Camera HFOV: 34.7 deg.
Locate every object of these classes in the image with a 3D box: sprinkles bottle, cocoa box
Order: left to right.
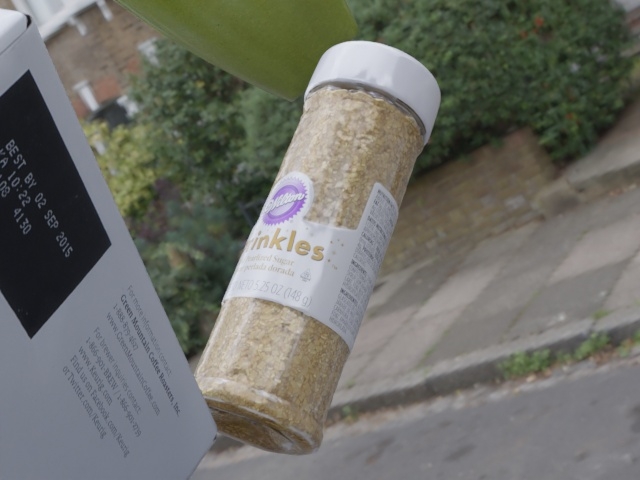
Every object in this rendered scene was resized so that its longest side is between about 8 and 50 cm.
[{"bbox_3d":[-0.247,0.062,0.575,0.228,0.347,0.231,15,51,27],"label":"cocoa box"},{"bbox_3d":[0.000,0.000,0.883,0.121,0.121,0.355,-20,44,56],"label":"sprinkles bottle"}]

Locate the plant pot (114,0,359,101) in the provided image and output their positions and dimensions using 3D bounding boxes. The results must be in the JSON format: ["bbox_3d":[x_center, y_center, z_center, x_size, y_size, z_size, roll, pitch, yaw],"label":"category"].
[{"bbox_3d":[-0.097,-0.337,1.373,0.275,0.293,0.275,-46,10,10],"label":"plant pot"}]
